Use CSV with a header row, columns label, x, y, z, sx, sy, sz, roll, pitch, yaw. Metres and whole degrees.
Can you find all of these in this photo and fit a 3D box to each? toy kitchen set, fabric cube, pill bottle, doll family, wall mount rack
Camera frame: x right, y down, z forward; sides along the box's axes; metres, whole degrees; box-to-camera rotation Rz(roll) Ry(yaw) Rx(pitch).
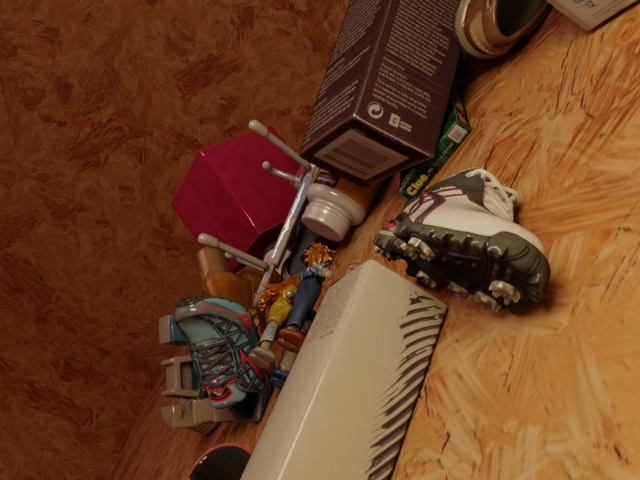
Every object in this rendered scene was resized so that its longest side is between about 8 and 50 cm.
label,x,y,z,sx,sy,sz,roll,pitch,yaw
toy kitchen set,-0.200,0.234,1.160,0.166,0.122,0.207,-19,69,39
fabric cube,-0.190,-0.100,1.643,0.254,0.258,0.259,-30,-11,-42
pill bottle,0.052,-0.109,1.130,0.215,0.117,0.117,-61,10,-16
doll family,-0.028,0.091,0.907,0.263,0.118,0.163,-47,15,49
pill bottle,-0.102,0.043,1.536,0.078,0.078,0.137,-57,10,6
wall mount rack,-0.102,-0.058,1.139,0.304,0.130,0.350,116,176,-83

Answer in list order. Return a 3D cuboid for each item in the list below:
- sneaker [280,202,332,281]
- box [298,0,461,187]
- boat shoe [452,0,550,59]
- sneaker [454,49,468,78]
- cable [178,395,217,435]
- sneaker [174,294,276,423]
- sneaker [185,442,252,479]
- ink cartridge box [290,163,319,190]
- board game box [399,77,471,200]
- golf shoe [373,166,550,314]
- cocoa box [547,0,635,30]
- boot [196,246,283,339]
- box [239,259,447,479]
label,x,y,z,sx,sy,sz,roll,pitch,yaw
sneaker,0.000,0.000,1.238,0.098,0.083,0.224,-23,39,42
box,0.110,-0.290,0.957,0.191,0.143,0.382,-19,51,63
boat shoe,0.298,-0.392,0.828,0.324,0.122,0.120,-65,14,8
sneaker,0.188,-0.309,1.173,0.283,0.110,0.122,-28,22,55
cable,-0.223,0.292,1.353,0.257,0.089,0.257,-55,12,18
sneaker,-0.138,0.188,0.949,0.104,0.262,0.125,-14,43,17
sneaker,-0.175,0.407,0.782,0.314,0.116,0.136,-55,-2,-22
ink cartridge box,0.069,-0.246,1.429,0.226,0.131,0.306,-50,14,39
board game box,0.174,-0.171,0.981,0.136,0.030,0.260,-51,12,27
golf shoe,0.125,-0.016,0.546,0.120,0.105,0.273,-51,10,-3
cocoa box,0.285,-0.388,0.503,0.231,0.228,0.347,-60,10,-12
boot,-0.144,0.144,1.309,0.104,0.295,0.211,-34,57,16
box,0.013,0.161,0.564,0.275,0.094,0.113,-64,11,-29
